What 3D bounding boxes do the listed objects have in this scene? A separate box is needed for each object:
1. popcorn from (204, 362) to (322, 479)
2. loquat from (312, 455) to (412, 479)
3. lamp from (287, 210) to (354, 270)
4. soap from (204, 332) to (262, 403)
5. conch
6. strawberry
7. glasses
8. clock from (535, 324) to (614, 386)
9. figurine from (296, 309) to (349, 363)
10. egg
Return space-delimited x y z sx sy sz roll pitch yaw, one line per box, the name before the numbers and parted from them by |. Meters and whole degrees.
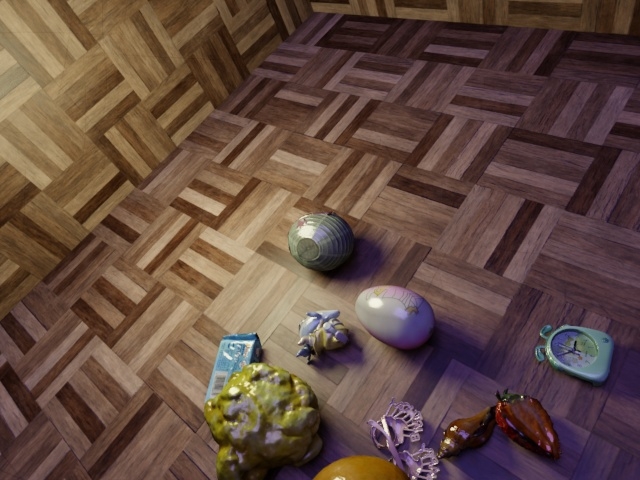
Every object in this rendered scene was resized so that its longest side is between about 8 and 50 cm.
popcorn | -0.167 0.535 1.358 0.334 0.293 0.292 -28 19 -1
loquat | 0.104 0.690 1.099 0.328 0.328 0.328 -12 51 15
lamp | 0.000 0.000 1.741 0.265 0.233 0.233 -19 48 28
soap | -0.303 0.470 1.601 0.156 0.077 0.293 -3 55 20
conch | 0.412 0.523 1.255 0.232 0.080 0.086 -26 57 2
strawberry | 0.541 0.488 1.223 0.192 0.085 0.140 29 47 10
glasses | 0.230 0.566 1.293 0.162 0.095 0.255 -21 52 1
clock | 0.717 0.313 1.299 0.188 0.060 0.148 16 63 32
figurine | 0.002 0.324 1.557 0.184 0.128 0.208 26 76 33
egg | 0.236 0.237 1.475 0.196 0.196 0.271 -44 49 -13
